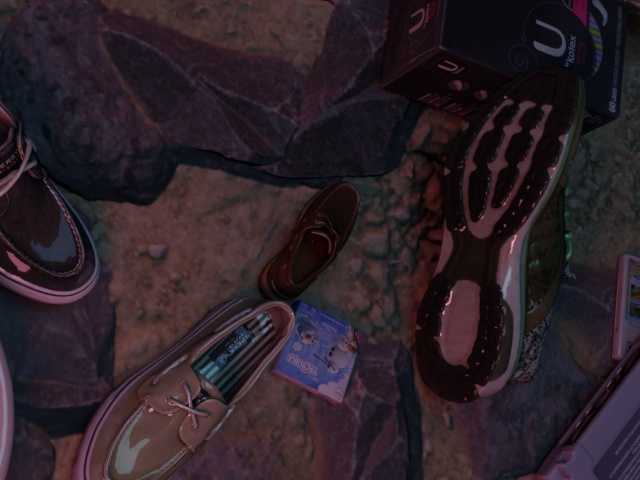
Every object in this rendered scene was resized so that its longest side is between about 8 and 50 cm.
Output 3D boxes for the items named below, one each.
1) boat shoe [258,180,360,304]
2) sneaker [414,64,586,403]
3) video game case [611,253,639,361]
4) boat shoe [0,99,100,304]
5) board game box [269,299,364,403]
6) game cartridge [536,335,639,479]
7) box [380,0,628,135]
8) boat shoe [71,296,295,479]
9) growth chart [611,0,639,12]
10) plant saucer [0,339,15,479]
[{"bbox_3d":[0.000,0.000,1.664,0.064,0.060,0.178,43,60,-13],"label":"boat shoe"},{"bbox_3d":[0.240,-0.004,1.735,0.182,0.158,0.410,11,97,-48],"label":"sneaker"},{"bbox_3d":[0.454,0.105,1.922,0.157,0.019,0.143,17,69,-24],"label":"video game case"},{"bbox_3d":[-0.340,-0.071,1.454,0.335,0.119,0.121,48,59,-11],"label":"boat shoe"},{"bbox_3d":[-0.003,0.127,1.653,0.090,0.020,0.090,28,66,-21],"label":"board game box"},{"bbox_3d":[0.415,0.261,1.826,0.196,0.060,0.294,48,64,-8],"label":"game cartridge"},{"bbox_3d":[0.231,-0.242,1.813,0.270,0.143,0.165,17,68,-25],"label":"box"},{"bbox_3d":[-0.142,0.160,1.521,0.109,0.094,0.302,47,59,-11],"label":"boat shoe"},{"bbox_3d":[0.400,-0.318,1.926,0.237,0.172,0.021,12,100,-27],"label":"growth chart"},{"bbox_3d":[-0.484,0.162,1.320,0.400,0.100,0.401,7,74,-27],"label":"plant saucer"}]
